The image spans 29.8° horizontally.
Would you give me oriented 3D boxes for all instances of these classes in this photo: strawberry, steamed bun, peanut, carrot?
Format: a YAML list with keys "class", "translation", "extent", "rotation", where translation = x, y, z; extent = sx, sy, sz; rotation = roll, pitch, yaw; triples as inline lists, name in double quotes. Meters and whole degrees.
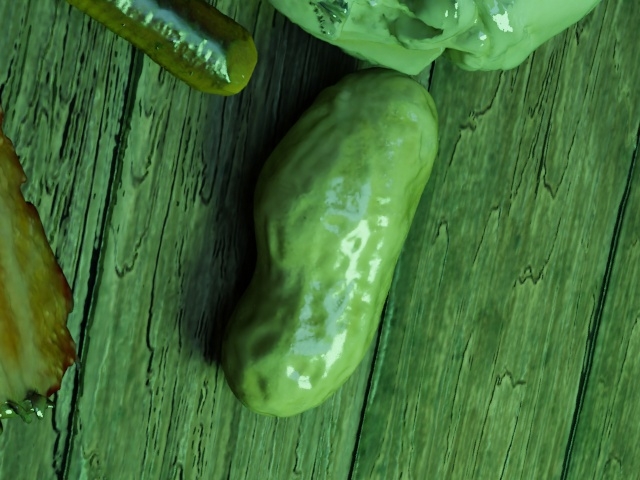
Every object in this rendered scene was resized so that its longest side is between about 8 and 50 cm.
- class: "strawberry"
  translation: [-0.286, 0.019, 0.798]
  extent: [0.150, 0.253, 0.280]
  rotation: [-13, 109, 10]
- class: "steamed bun"
  translation: [0.065, -0.258, 0.966]
  extent: [0.320, 0.206, 0.275]
  rotation: [46, 59, -7]
- class: "peanut"
  translation: [0.000, 0.000, 1.027]
  extent: [0.147, 0.147, 0.319]
  rotation: [20, 94, -37]
- class: "carrot"
  translation: [-0.180, -0.201, 0.899]
  extent: [0.314, 0.066, 0.066]
  rotation: [28, 85, -33]
